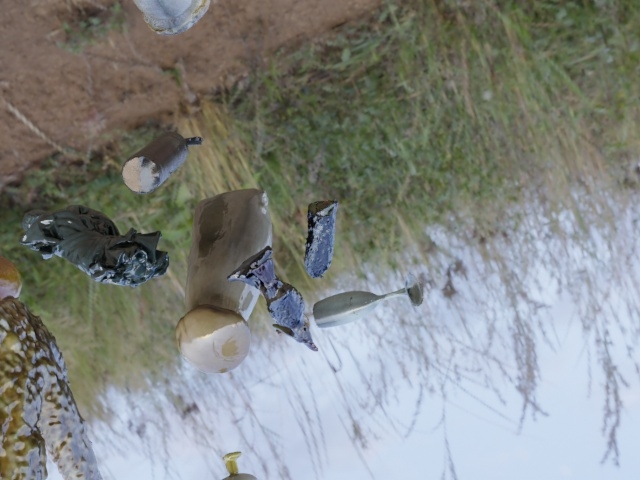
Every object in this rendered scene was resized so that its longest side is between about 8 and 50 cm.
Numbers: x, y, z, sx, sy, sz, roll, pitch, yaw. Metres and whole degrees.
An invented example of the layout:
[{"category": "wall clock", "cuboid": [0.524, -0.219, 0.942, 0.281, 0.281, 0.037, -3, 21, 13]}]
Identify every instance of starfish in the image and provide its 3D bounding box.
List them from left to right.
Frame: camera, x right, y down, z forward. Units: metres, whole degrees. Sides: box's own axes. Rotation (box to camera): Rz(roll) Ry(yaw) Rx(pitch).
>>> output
[{"category": "starfish", "cuboid": [-0.295, 0.157, 0.709, 0.132, 0.383, 0.398, -18, 164, -7]}]

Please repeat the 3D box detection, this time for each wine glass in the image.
[{"category": "wine glass", "cuboid": [0.080, 0.109, 1.400, 0.198, 0.066, 0.066, -19, -160, 32]}]

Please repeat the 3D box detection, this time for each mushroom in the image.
[{"category": "mushroom", "cuboid": [-0.174, -0.287, 0.833, 0.084, 0.071, 0.209, -19, 169, 2]}, {"category": "mushroom", "cuboid": [-0.157, 0.045, 1.373, 0.154, 0.137, 0.407, -11, -141, 6]}]

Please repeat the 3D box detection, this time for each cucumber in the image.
[{"category": "cucumber", "cuboid": [0.000, 0.000, 1.339, 0.053, 0.181, 0.053, 2, -138, -2]}]

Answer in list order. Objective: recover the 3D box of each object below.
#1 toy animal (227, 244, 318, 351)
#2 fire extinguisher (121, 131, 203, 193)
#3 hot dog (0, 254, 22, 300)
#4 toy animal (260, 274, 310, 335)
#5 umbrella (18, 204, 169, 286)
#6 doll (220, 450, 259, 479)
[{"category": "toy animal", "cuboid": [-0.055, 0.089, 1.108, 0.070, 0.202, 0.105, -39, -146, -16]}, {"category": "fire extinguisher", "cuboid": [-0.296, -0.161, 1.526, 0.089, 0.072, 0.267, -4, -160, 8]}, {"category": "hot dog", "cuboid": [-0.425, 0.048, 0.774, 0.150, 0.257, 0.153, -56, -148, 8]}, {"category": "toy animal", "cuboid": [-0.110, 0.130, 1.923, 0.116, 0.255, 0.114, -39, -151, 22]}, {"category": "umbrella", "cuboid": [-0.419, -0.004, 1.398, 0.349, 0.094, 0.143, 21, -160, 38]}, {"category": "doll", "cuboid": [-0.144, 0.550, 1.502, 0.119, 0.293, 0.138, -8, 161, -8]}]
